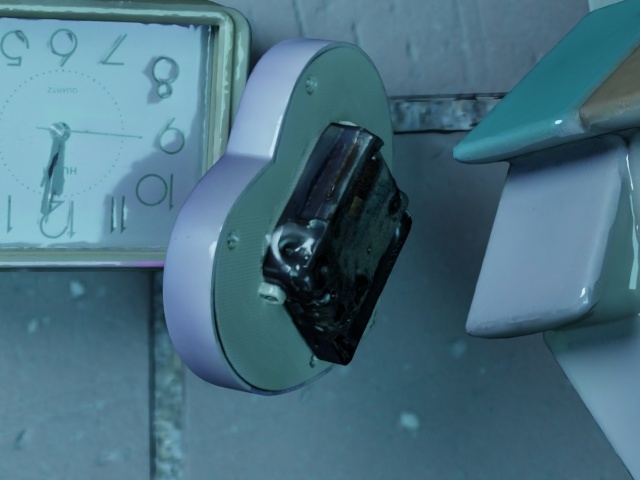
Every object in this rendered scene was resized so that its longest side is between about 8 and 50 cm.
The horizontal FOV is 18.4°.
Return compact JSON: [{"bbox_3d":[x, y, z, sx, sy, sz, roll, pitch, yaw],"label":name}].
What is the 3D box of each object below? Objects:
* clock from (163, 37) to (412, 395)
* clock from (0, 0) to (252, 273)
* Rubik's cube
[{"bbox_3d":[0.000,0.000,1.050,0.198,0.064,0.172,-63,145,-26],"label":"clock"},{"bbox_3d":[-0.137,-0.055,1.033,0.192,0.071,0.147,1,100,-19],"label":"clock"},{"bbox_3d":[0.279,-0.023,1.014,0.387,0.358,0.368,-4,83,-41],"label":"Rubik's cube"}]
